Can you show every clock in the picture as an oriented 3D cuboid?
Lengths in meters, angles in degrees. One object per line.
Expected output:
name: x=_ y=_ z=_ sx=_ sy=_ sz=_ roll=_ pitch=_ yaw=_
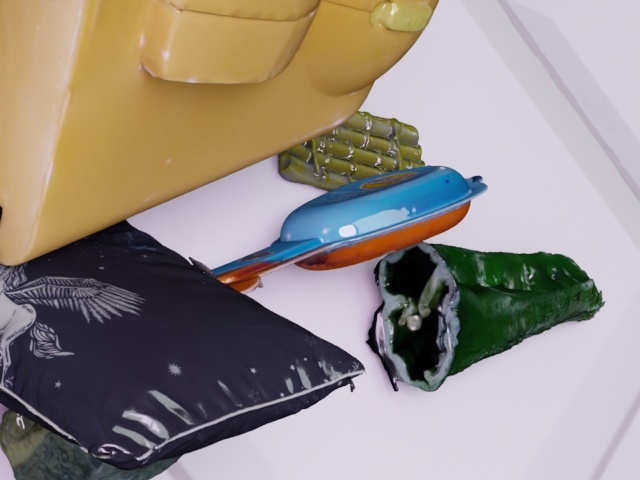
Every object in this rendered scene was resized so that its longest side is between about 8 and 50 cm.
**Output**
clock: x=-0.076 y=-0.144 z=0.596 sx=0.244 sy=0.200 sz=0.317 roll=38 pitch=29 yaw=22

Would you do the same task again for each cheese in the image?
cheese: x=0.000 y=0.000 z=0.678 sx=0.256 sy=0.106 sz=0.037 roll=-24 pitch=102 yaw=-43

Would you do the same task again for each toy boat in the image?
toy boat: x=0.019 y=-0.056 z=0.782 sx=0.115 sy=0.016 sz=0.063 roll=12 pitch=60 yaw=-37

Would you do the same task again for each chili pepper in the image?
chili pepper: x=0.122 y=0.044 z=0.801 sx=0.226 sy=0.059 sz=0.088 roll=0 pitch=95 yaw=-50

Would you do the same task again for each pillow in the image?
pillow: x=-0.101 y=0.026 z=0.526 sx=0.208 sy=0.055 sz=0.141 roll=29 pitch=33 yaw=36

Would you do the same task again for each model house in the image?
model house: x=-0.089 y=0.077 z=0.564 sx=0.078 sy=0.083 sz=0.066 roll=-26 pitch=85 yaw=-45
